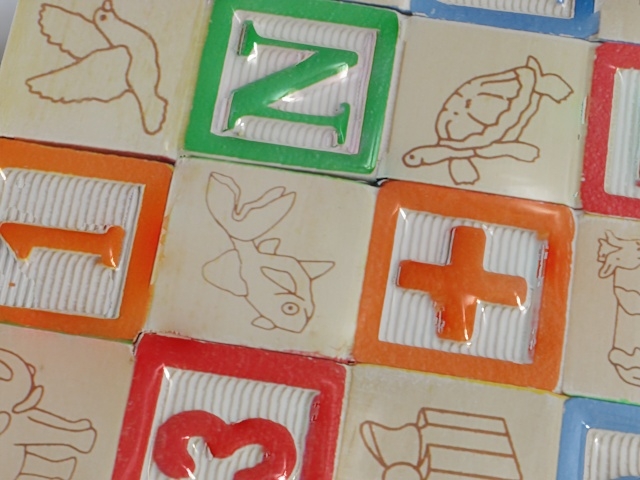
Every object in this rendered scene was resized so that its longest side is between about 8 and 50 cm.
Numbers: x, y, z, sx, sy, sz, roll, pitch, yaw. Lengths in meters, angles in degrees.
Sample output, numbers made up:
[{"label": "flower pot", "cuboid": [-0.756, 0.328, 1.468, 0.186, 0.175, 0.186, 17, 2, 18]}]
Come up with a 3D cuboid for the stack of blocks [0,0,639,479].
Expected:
[{"label": "stack of blocks", "cuboid": [0.002, 0.063, 0.393, 0.171, 0.297, 0.087, 7, 153, 2]}]
